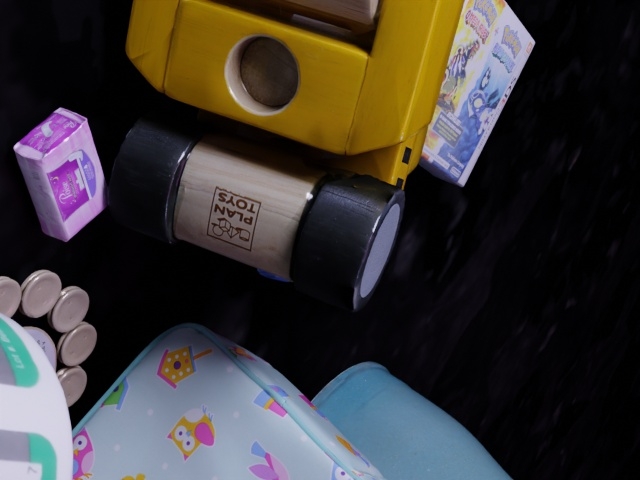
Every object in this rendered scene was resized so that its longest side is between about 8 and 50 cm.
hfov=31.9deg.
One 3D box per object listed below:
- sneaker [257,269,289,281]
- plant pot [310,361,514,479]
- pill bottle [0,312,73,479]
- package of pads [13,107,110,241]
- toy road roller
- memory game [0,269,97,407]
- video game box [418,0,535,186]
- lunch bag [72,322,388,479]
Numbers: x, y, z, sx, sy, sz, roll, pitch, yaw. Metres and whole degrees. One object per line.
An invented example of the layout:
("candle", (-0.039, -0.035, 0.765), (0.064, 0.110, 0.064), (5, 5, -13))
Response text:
("sneaker", (0.000, 0.000, 1.083), (0.188, 0.067, 0.078), (-10, 101, -54))
("plant pot", (0.104, 0.321, 1.313), (0.271, 0.255, 0.271), (-40, 145, -36))
("pill bottle", (-0.301, 0.096, 0.480), (0.361, 0.204, 0.204), (23, 94, -54))
("package of pads", (-0.176, -0.044, 0.768), (0.050, 0.032, 0.083), (-49, 150, -32))
("toy road roller", (-0.004, -0.129, 0.824), (0.240, 0.202, 0.329), (-42, 148, -62))
("memory game", (-0.235, 0.105, 0.819), (0.186, 0.012, 0.186), (-39, 143, -37))
("video game box", (0.144, -0.168, 1.181), (0.205, 0.048, 0.187), (23, 91, -62))
("lunch bag", (-0.082, 0.218, 0.897), (0.224, 0.279, 0.108), (-51, 151, 0))
